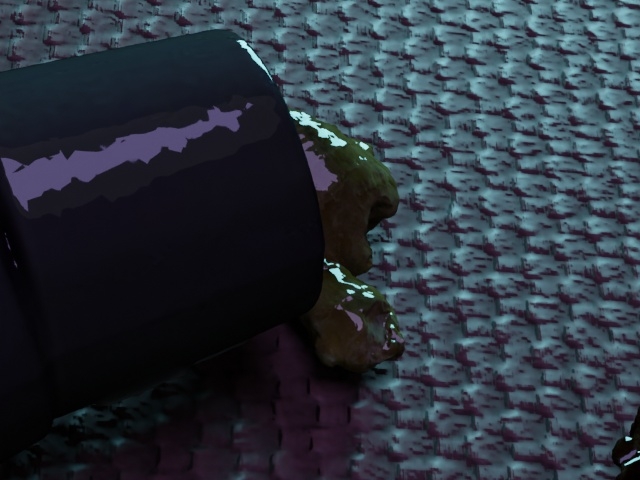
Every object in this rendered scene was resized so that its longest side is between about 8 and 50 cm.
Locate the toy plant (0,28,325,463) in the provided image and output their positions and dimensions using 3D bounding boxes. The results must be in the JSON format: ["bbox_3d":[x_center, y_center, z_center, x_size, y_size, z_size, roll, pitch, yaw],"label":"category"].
[{"bbox_3d":[-0.202,0.036,0.866,0.400,0.185,0.279,-19,82,-16],"label":"toy plant"}]

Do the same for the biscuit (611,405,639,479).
[{"bbox_3d":[0.315,0.184,0.881,0.388,0.073,0.107,22,46,10],"label":"biscuit"}]

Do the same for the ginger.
[{"bbox_3d":[0.007,-0.003,1.013,0.096,0.067,0.165,-20,66,-25],"label":"ginger"}]
